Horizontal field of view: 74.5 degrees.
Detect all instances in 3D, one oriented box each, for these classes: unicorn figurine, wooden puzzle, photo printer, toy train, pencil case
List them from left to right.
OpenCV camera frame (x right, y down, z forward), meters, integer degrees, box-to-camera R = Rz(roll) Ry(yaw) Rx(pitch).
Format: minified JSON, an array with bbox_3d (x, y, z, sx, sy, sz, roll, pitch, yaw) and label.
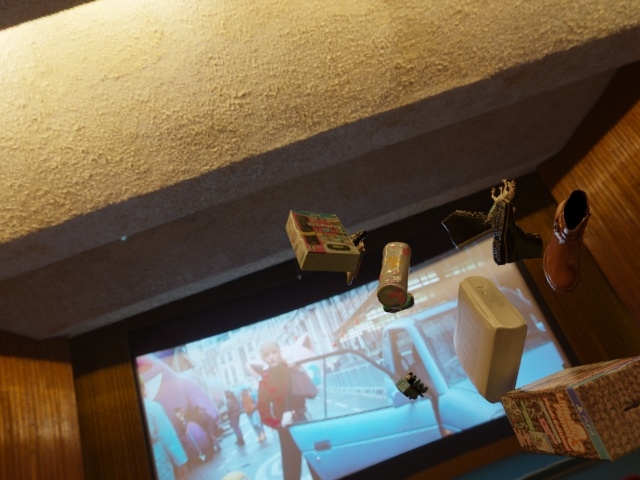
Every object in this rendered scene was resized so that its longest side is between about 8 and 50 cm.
[{"bbox_3d":[0.190,0.102,2.239,0.044,0.221,0.239,18,15,-1],"label":"wooden puzzle"},{"bbox_3d":[0.280,0.127,1.587,0.113,0.273,0.124,-1,-54,17],"label":"pencil case"},{"bbox_3d":[0.435,0.697,1.997,0.105,0.080,0.184,-45,-50,-1],"label":"toy train"},{"bbox_3d":[0.487,0.299,1.243,0.106,0.256,0.308,-6,-63,-4],"label":"photo printer"},{"bbox_3d":[0.686,-0.157,1.582,0.060,0.111,0.162,-4,-20,7],"label":"unicorn figurine"}]

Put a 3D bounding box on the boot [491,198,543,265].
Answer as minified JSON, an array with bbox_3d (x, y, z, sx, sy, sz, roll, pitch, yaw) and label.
[{"bbox_3d":[0.568,-0.030,1.200,0.136,0.077,0.198,-7,-62,2],"label":"boot"}]

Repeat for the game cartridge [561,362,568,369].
[{"bbox_3d":[0.820,0.439,1.388,0.017,0.056,0.083,-30,-37,19],"label":"game cartridge"}]

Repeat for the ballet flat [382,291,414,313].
[{"bbox_3d":[0.359,0.277,1.840,0.079,0.077,0.221,14,-26,-22],"label":"ballet flat"}]

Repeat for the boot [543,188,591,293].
[{"bbox_3d":[0.733,0.005,1.232,0.108,0.284,0.220,11,-10,23],"label":"boot"}]

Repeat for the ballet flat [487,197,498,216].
[{"bbox_3d":[0.703,-0.090,1.708,0.188,0.070,0.070,-54,-28,5],"label":"ballet flat"}]

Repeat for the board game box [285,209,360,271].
[{"bbox_3d":[0.000,0.000,1.735,0.223,0.303,0.098,5,-59,-23],"label":"board game box"}]

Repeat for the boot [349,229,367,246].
[{"bbox_3d":[0.146,0.004,1.853,0.099,0.045,0.121,-45,10,-35],"label":"boot"}]

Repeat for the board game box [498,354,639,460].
[{"bbox_3d":[0.607,0.379,0.964,0.231,0.141,0.291,-15,-20,-15],"label":"board game box"}]

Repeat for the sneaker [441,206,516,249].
[{"bbox_3d":[0.516,-0.074,1.386,0.222,0.118,0.083,-36,-4,23],"label":"sneaker"}]
